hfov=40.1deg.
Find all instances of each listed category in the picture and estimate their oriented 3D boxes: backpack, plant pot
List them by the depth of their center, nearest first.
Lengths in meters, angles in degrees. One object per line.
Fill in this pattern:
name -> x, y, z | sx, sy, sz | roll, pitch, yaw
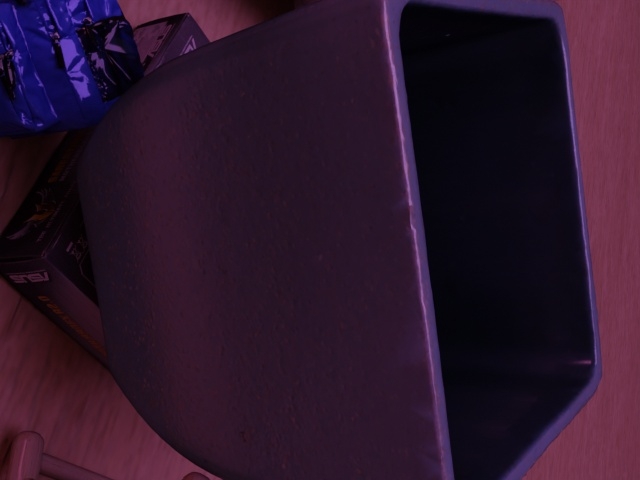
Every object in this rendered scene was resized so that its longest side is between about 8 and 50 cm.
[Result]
backpack -> -0.169, -0.124, 0.523 | 0.101, 0.098, 0.120 | -32, 115, -52
plant pot -> 0.000, 0.000, 0.523 | 0.248, 0.252, 0.247 | -19, 103, -57

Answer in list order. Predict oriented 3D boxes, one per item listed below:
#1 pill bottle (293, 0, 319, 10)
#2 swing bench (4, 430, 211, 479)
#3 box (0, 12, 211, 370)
pill bottle -> 0.000, -0.329, 0.709 | 0.361, 0.204, 0.204 | 59, 41, -35
swing bench -> -0.096, 0.285, 0.538 | 0.253, 0.165, 0.254 | 43, 58, -47
box -> -0.109, -0.021, 0.641 | 0.183, 0.056, 0.231 | 54, 45, -40
